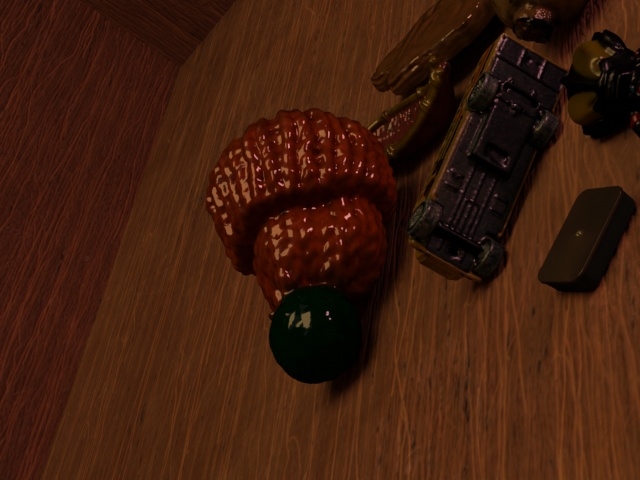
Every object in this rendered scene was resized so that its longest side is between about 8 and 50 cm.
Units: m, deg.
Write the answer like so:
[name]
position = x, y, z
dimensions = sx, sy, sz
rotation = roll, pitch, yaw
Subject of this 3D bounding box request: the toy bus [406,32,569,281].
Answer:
[toy bus]
position = 0.210, -0.102, 1.819
dimensions = 0.336, 0.121, 0.123
rotation = -65, 11, -22

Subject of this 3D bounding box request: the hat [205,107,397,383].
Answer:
[hat]
position = 0.000, 0.000, 2.022
dimensions = 0.285, 0.285, 0.400
rotation = -49, 39, 24

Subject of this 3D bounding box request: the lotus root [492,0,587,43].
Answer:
[lotus root]
position = 0.320, -0.393, 1.975
dimensions = 0.160, 0.146, 0.284
rotation = 118, 170, -57

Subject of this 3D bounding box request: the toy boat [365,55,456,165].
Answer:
[toy boat]
position = 0.127, -0.185, 2.202
dimensions = 0.318, 0.099, 0.141
rotation = -39, 22, 50

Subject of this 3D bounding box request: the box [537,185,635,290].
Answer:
[box]
position = 0.299, 0.000, 1.561
dimensions = 0.126, 0.031, 0.091
rotation = -61, 19, -14

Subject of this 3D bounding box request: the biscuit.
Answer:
[biscuit]
position = 0.211, -0.364, 2.283
dimensions = 0.376, 0.051, 0.269
rotation = -37, 17, 35

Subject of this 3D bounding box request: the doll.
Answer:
[doll]
position = 0.353, -0.184, 1.641
dimensions = 0.127, 0.088, 0.248
rotation = -56, 22, 2
